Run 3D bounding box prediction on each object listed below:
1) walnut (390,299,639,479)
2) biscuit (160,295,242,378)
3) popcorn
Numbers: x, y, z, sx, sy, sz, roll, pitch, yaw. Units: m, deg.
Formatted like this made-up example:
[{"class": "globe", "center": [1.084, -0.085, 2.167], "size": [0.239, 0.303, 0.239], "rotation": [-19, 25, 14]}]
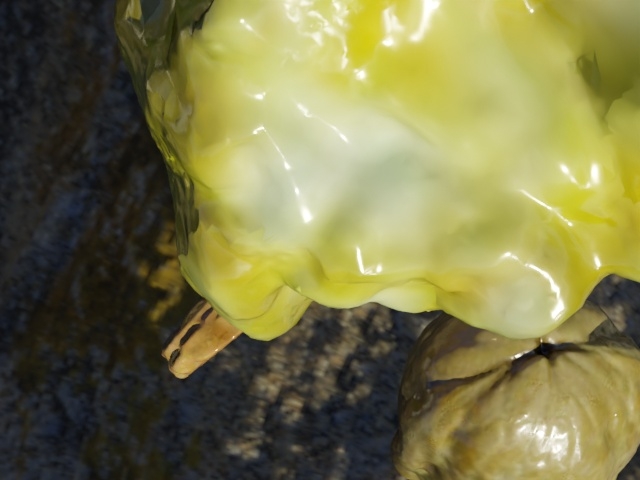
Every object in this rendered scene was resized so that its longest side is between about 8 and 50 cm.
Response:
[{"class": "walnut", "center": [0.188, 0.157, 1.361], "size": [0.283, 0.283, 0.227], "rotation": [-25, 62, 16]}, {"class": "biscuit", "center": [-0.003, -0.004, 1.034], "size": [0.269, 0.376, 0.051], "rotation": [-40, 89, 13]}, {"class": "popcorn", "center": [0.066, -0.141, 0.536], "size": [0.334, 0.294, 0.292], "rotation": [-27, 21, 29]}]
